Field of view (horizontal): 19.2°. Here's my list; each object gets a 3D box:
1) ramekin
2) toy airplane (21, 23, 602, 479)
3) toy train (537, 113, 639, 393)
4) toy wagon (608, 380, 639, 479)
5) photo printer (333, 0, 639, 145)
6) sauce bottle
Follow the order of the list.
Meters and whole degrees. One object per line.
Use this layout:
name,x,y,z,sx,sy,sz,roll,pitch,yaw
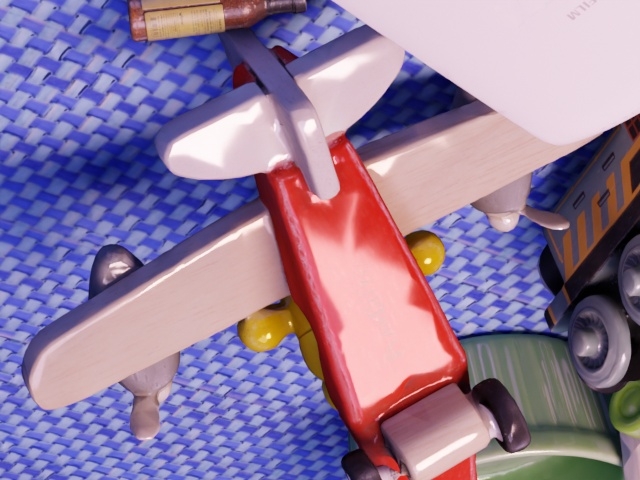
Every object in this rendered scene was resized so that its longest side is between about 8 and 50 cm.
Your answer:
ramekin,0.168,0.222,1.853,0.303,0.148,0.303,-6,143,-5
toy airplane,0.000,0.000,1.464,0.386,0.272,0.384,18,99,-20
toy train,0.282,-0.017,1.522,0.142,0.190,0.334,-3,146,-25
toy wagon,0.416,0.106,1.723,0.267,0.068,0.344,28,95,-34
photo printer,0.164,-0.203,1.283,0.307,0.107,0.256,31,125,-33
sauce bottle,-0.074,-0.168,1.361,0.128,0.042,0.042,-5,144,-3
